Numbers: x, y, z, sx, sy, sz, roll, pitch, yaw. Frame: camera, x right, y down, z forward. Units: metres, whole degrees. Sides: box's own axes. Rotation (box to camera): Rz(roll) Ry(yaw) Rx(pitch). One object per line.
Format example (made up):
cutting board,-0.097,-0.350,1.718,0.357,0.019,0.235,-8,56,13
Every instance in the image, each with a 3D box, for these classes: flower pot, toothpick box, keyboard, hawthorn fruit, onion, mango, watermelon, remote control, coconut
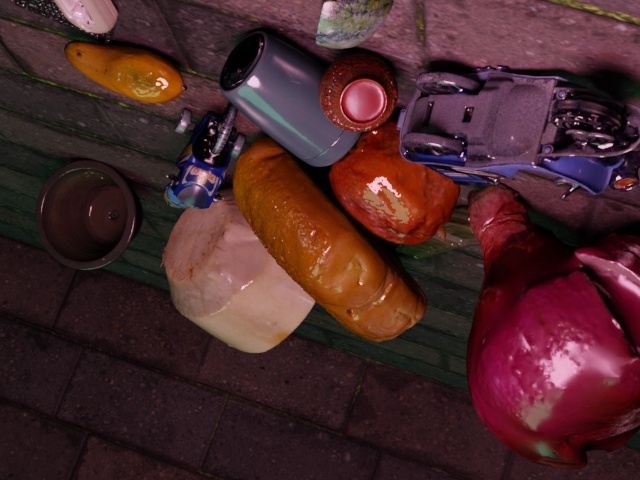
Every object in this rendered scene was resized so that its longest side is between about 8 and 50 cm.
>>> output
flower pot,-0.476,-0.055,2.546,0.235,0.235,0.148,16,-174,17
toothpick box,-0.038,-0.188,1.535,0.184,0.120,0.120,34,161,-31
keyboard,-0.388,-0.335,1.684,0.196,0.018,0.060,21,164,-6
hawthorn fruit,0.103,-0.088,1.602,0.179,0.173,0.173,27,169,19
onion,0.341,0.103,1.714,0.420,0.398,0.398,44,173,19
mango,-0.284,-0.249,1.733,0.190,0.075,0.098,16,170,13
watermelon,0.028,-0.252,1.295,0.084,0.092,0.072,40,-164,-33
remote control,-0.327,-0.334,1.542,0.078,0.042,0.221,18,167,13
coconut,-0.132,0.056,2.267,0.323,0.322,0.323,19,166,5

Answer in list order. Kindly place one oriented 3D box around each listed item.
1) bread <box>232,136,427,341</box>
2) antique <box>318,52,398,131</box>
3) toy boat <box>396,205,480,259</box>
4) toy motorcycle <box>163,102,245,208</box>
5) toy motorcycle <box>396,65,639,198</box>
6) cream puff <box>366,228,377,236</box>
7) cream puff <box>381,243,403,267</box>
bread,-0.006,0.006,1.908,0.337,0.148,0.328,48,-176,36
antique,0.047,-0.184,1.464,0.104,0.104,0.104,19,166,5
toy boat,0.212,-0.014,1.968,0.093,0.055,0.293,24,165,-17
toy motorcycle,-0.198,-0.121,1.912,0.113,0.168,0.315,23,166,-13
toy motorcycle,0.248,-0.123,1.383,0.213,0.125,0.359,21,172,-41
cream puff,0.097,-0.059,1.857,0.094,0.122,0.116,-8,131,30
cream puff,0.092,0.058,2.293,0.165,0.115,0.150,33,157,-10
